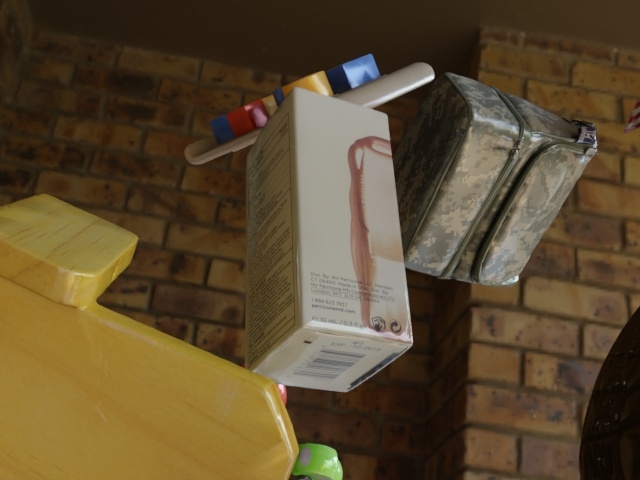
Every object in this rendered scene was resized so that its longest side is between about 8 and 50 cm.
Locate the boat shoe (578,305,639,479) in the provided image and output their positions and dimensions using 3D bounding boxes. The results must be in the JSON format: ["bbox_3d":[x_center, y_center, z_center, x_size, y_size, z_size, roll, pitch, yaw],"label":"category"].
[{"bbox_3d":[0.232,0.167,0.508,0.098,0.302,0.109,24,-22,-15],"label":"boat shoe"}]

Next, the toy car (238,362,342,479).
[{"bbox_3d":[-0.040,0.313,1.208,0.225,0.239,0.053,35,-47,-30],"label":"toy car"}]

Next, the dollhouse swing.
[{"bbox_3d":[-0.200,0.180,0.735,0.305,0.346,0.315,20,7,-6],"label":"dollhouse swing"}]

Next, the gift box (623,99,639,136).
[{"bbox_3d":[0.622,-0.162,1.174,0.255,0.258,0.276,1,-40,-11],"label":"gift box"}]

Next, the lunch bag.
[{"bbox_3d":[0.260,-0.085,1.271,0.256,0.212,0.305,15,-65,-20],"label":"lunch bag"}]

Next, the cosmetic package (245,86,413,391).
[{"bbox_3d":[0.000,0.000,0.895,0.129,0.296,0.153,11,-32,-23],"label":"cosmetic package"}]

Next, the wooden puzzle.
[{"bbox_3d":[-0.026,-0.238,1.387,0.348,0.322,0.080,-9,-75,41],"label":"wooden puzzle"}]
